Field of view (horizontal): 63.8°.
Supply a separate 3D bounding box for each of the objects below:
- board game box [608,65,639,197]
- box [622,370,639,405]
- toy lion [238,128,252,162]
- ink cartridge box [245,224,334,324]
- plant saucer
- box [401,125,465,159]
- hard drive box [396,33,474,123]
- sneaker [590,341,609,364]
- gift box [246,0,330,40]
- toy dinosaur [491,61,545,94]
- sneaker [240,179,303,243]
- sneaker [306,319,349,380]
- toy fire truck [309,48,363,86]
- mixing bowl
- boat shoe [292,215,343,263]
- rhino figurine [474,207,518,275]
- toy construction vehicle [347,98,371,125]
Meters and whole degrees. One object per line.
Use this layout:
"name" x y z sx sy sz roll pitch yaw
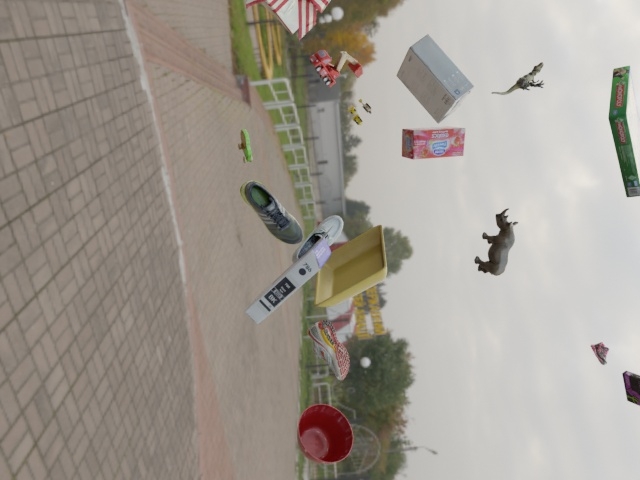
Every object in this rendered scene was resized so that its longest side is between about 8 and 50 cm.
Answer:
"board game box" 0.892 -0.310 1.492 0.317 0.046 0.213 50 51 -37
"box" 1.111 0.520 1.740 0.162 0.029 0.116 12 -57 65
"toy lion" -0.266 -0.341 1.831 0.096 0.034 0.100 114 -41 -58
"ink cartridge box" -0.071 0.100 1.508 0.065 0.333 0.165 46 20 -2
"plant saucer" 0.137 0.118 2.083 0.081 0.333 0.333 49 22 -23
"box" 0.500 -0.435 2.286 0.122 0.257 0.128 -136 -138 -66
"hard drive box" 0.378 -0.535 1.724 0.232 0.089 0.181 51 -12 5
"sneaker" 1.090 0.433 1.989 0.047 0.057 0.119 55 22 -15
"gift box" -0.105 -0.744 1.437 0.255 0.276 0.258 30 18 -50
"toy dinosaur" 0.888 -0.682 2.234 0.118 0.268 0.064 46 -15 53
"sneaker" -0.178 -0.099 1.882 0.300 0.111 0.121 45 -6 -8
"sneaker" 0.029 0.385 1.796 0.225 0.093 0.088 65 29 -5
"toy fire truck" 0.055 -0.584 1.714 0.047 0.135 0.192 58 10 25
"mixing bowl" -0.002 0.606 1.572 0.181 0.181 0.098 -93 -154 -45
"boat shoe" -0.001 0.000 1.714 0.079 0.227 0.081 45 -16 -2
"rhino figurine" 0.614 0.007 1.770 0.106 0.073 0.243 25 -75 48
"toy construction vehicle" 0.158 -0.508 2.042 0.098 0.086 0.035 54 8 29
